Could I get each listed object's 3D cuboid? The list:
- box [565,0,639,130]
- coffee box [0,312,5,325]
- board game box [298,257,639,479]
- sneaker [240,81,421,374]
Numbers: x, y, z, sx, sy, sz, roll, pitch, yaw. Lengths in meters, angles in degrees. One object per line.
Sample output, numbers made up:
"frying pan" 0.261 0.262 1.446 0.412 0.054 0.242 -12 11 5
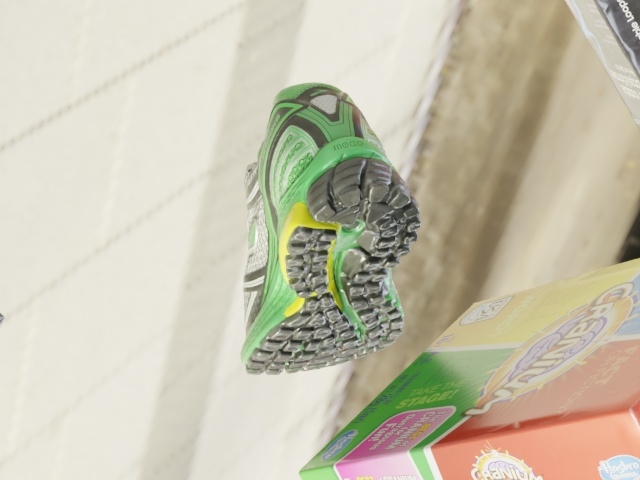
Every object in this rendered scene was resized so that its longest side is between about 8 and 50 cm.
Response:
"box" 0.154 -0.125 0.987 0.029 0.162 0.116 -33 -171 4
"coffee box" -0.264 0.033 1.035 0.040 0.184 0.113 -3 127 -55
"board game box" 0.167 0.100 1.271 0.316 0.064 0.242 -19 -164 48
"sneaker" 0.000 0.000 1.500 0.134 0.146 0.343 -8 149 -17
